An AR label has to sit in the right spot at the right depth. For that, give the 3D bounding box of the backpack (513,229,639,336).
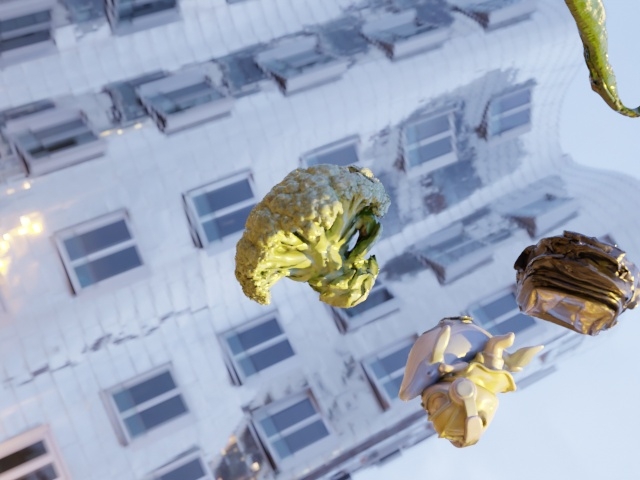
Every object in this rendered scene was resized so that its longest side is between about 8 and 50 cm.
[{"bbox_3d":[0.415,0.058,1.485,0.258,0.206,0.133,71,34,-73],"label":"backpack"}]

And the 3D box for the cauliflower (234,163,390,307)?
[{"bbox_3d":[0.000,0.000,1.605,0.275,0.272,0.250,-31,-79,38],"label":"cauliflower"}]

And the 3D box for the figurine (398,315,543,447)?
[{"bbox_3d":[0.207,0.192,1.288,0.128,0.208,0.184,106,-28,-62],"label":"figurine"}]

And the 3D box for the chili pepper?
[{"bbox_3d":[0.499,-0.363,1.649,0.359,0.085,0.076,55,7,-35],"label":"chili pepper"}]
